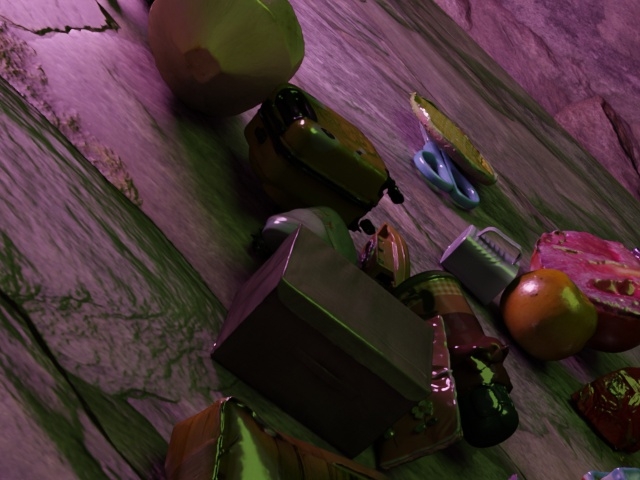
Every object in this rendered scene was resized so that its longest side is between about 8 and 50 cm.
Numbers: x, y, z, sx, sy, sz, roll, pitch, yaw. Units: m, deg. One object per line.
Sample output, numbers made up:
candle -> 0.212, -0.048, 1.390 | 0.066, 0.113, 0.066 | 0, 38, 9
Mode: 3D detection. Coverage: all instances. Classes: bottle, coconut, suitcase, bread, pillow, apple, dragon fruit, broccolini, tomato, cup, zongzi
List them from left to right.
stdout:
coconut -> -0.158, -0.323, 1.440 | 0.259, 0.259, 0.259 | 33, 28, -20
zongzi -> -0.038, 0.314, 0.820 | 0.260, 0.123, 0.289 | 32, 38, -28
broccolini -> -0.062, -0.029, 1.371 | 0.054, 0.051, 0.239 | 37, 20, -6
suitcase -> -0.006, -0.122, 1.403 | 0.235, 0.143, 0.194 | 31, 20, -31
pillow -> 0.123, 0.201, 1.196 | 0.043, 0.126, 0.232 | 55, 19, -33
bread -> 0.315, -0.245, 2.150 | 0.301, 0.045, 0.301 | 42, 17, -16
bottle -> 0.204, 0.173, 1.308 | 0.156, 0.143, 0.271 | 79, -11, -49
cup -> 0.318, 0.037, 1.705 | 0.129, 0.128, 0.095 | 41, 28, -1
apple -> 0.433, 0.137, 1.684 | 0.182, 0.155, 0.182 | 36, 27, -22
tomato -> 0.564, 0.117, 1.897 | 0.290, 0.176, 0.335 | 12, 31, -15
dragon fruit -> 0.564, 0.309, 1.665 | 0.161, 0.127, 0.120 | 20, 27, -41

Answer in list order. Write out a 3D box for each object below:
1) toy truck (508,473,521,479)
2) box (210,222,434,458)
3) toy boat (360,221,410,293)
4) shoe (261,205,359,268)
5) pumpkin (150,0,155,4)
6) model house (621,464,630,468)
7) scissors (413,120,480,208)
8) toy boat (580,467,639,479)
toy truck -> 0.311, 0.435, 1.114 | 0.268, 0.124, 0.155 | 40, 21, -4
box -> 0.009, 0.127, 1.109 | 0.231, 0.149, 0.155 | 37, 27, -12
toy boat -> 0.107, 0.033, 1.494 | 0.077, 0.057, 0.200 | 30, 29, -14
shoe -> 0.000, 0.000, 1.257 | 0.103, 0.100, 0.251 | 23, -10, 21
pumpkin -> -0.274, -0.499, 1.586 | 0.248, 0.248, 0.248 | 33, 28, -20
model house -> 0.641, 0.448, 1.473 | 0.205, 0.218, 0.278 | 6, 40, -53
scissors -> 0.272, -0.232, 2.147 | 0.193, 0.029, 0.447 | 31, 27, -26
toy boat -> 0.516, 0.485, 1.319 | 0.145, 0.133, 0.331 | 18, 36, -43
